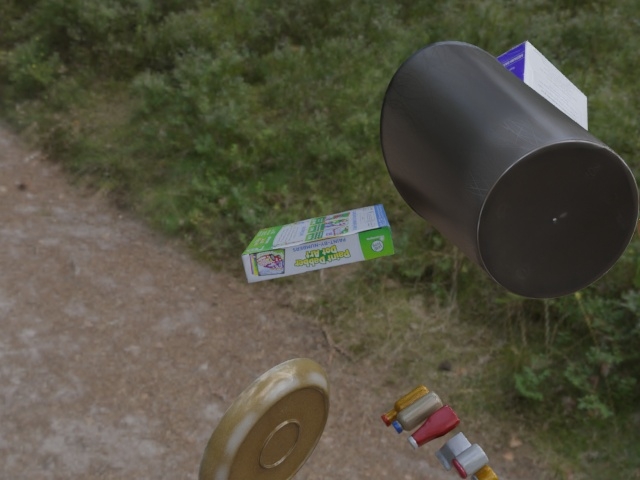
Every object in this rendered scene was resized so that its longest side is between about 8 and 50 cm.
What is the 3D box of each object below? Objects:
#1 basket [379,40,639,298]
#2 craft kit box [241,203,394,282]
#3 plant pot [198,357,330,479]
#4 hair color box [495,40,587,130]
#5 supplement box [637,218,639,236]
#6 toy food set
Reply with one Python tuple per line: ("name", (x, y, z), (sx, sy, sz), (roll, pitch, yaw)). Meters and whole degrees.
("basket", (0.157, -0.055, 0.631), (0.154, 0.204, 0.227), (-24, 26, 1))
("craft kit box", (0.000, 0.000, 1.285), (0.247, 0.060, 0.250), (-9, 10, 5))
("plant pot", (-0.063, 0.269, 0.984), (0.032, 0.236, 0.236), (30, 27, 34))
("hair color box", (0.355, -0.141, 1.214), (0.185, 0.338, 0.110), (30, -37, -30))
("supplement box", (0.747, -0.069, 1.433), (0.078, 0.233, 0.080), (55, 7, 32))
("toy food set", (0.210, 0.368, 1.316), (0.105, 0.111, 0.232), (-32, 58, -9))
